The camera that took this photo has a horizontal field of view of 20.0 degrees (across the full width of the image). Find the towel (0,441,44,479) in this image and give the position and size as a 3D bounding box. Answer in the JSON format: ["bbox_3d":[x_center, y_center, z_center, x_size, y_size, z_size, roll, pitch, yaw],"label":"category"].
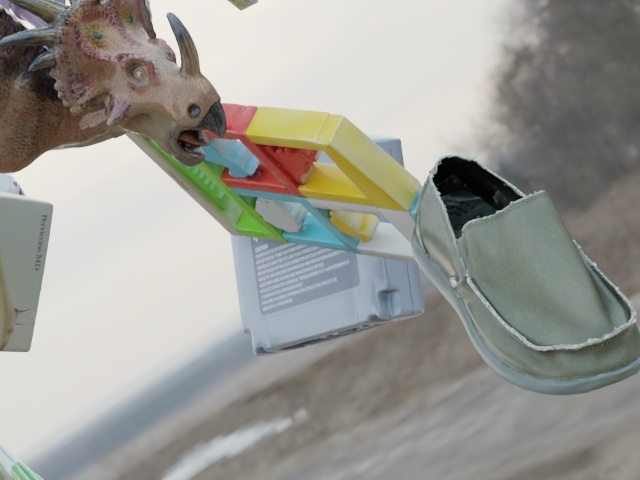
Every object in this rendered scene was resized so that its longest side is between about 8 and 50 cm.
[{"bbox_3d":[-0.333,0.302,2.104,0.038,0.325,0.248,-38,-39,-19],"label":"towel"}]

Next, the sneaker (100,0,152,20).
[{"bbox_3d":[-0.194,-0.243,1.800,0.053,0.152,0.061,7,0,27],"label":"sneaker"}]

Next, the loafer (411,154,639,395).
[{"bbox_3d":[0.130,0.018,1.225,0.094,0.087,0.251,-22,35,-19],"label":"loafer"}]

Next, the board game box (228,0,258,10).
[{"bbox_3d":[-0.100,-0.330,1.889,0.026,0.103,0.154,-21,50,36],"label":"board game box"}]

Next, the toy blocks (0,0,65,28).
[{"bbox_3d":[-0.317,-0.254,1.425,0.309,0.260,0.289,-15,-26,-30],"label":"toy blocks"}]

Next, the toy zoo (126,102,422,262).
[{"bbox_3d":[-0.014,-0.048,1.504,0.293,0.192,0.030,8,64,41],"label":"toy zoo"}]

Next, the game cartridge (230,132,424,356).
[{"bbox_3d":[0.000,0.000,1.794,0.060,0.196,0.294,-8,-6,-31],"label":"game cartridge"}]

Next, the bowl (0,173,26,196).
[{"bbox_3d":[-0.401,-0.046,2.028,0.170,0.170,0.080,-33,-39,-41],"label":"bowl"}]

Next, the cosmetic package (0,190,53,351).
[{"bbox_3d":[-0.404,0.019,1.707,0.113,0.160,0.309,10,3,34],"label":"cosmetic package"}]

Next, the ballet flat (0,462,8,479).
[{"bbox_3d":[-0.292,0.214,1.302,0.147,0.409,0.147,6,21,-2],"label":"ballet flat"}]

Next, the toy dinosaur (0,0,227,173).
[{"bbox_3d":[-0.210,-0.111,1.061,0.200,0.295,0.127,123,156,-48],"label":"toy dinosaur"}]
